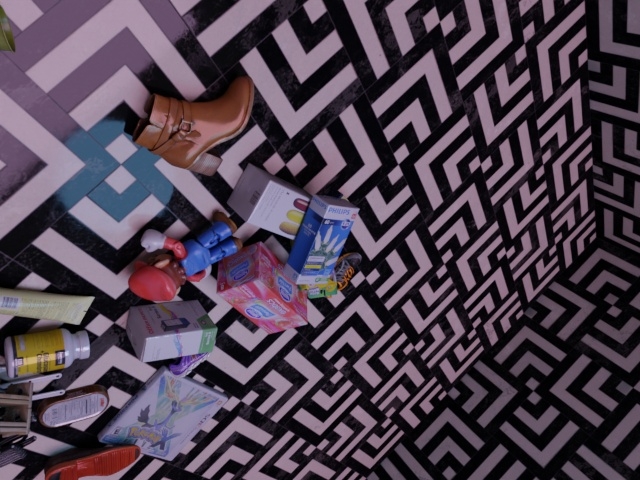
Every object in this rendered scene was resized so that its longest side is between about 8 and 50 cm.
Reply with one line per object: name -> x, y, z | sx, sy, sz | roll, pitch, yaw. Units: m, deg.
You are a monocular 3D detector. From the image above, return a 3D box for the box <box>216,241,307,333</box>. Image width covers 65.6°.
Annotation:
box -> -0.173, 0.156, 1.540 | 0.154, 0.142, 0.300 | -18, 140, 19

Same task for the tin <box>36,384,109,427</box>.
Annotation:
tin -> -0.713, 0.481, 1.442 | 0.189, 0.040, 0.106 | -7, 126, -36

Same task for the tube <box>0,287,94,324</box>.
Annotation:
tube -> -0.694, 0.162, 1.232 | 0.070, 0.062, 0.240 | -20, 156, 34

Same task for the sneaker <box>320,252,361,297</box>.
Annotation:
sneaker -> 0.074, 0.131, 1.802 | 0.215, 0.083, 0.084 | -42, 134, -10

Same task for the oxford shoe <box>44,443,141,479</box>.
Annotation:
oxford shoe -> -0.699, 0.667, 1.531 | 0.271, 0.098, 0.097 | 0, 109, -34

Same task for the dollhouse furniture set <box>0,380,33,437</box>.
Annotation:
dollhouse furniture set -> -0.819, 0.407, 1.189 | 0.183, 0.129, 0.129 | -9, 158, 4

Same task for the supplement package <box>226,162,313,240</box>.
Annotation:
supplement package -> -0.121, -0.103, 1.452 | 0.244, 0.134, 0.139 | 21, 104, -45

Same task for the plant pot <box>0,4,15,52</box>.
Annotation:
plant pot -> -0.619, -0.385, 0.914 | 0.079, 0.083, 0.083 | -14, 126, -17

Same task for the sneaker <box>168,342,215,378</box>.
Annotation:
sneaker -> -0.408, 0.363, 1.587 | 0.170, 0.068, 0.071 | -42, 109, -22

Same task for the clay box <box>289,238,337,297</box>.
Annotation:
clay box -> -0.022, 0.076, 1.617 | 0.127, 0.053, 0.222 | -2, 78, -37

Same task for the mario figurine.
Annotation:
mario figurine -> -0.388, 0.039, 1.374 | 0.320, 0.170, 0.198 | -35, 99, -30

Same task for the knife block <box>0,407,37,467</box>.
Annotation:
knife block -> -0.877, 0.507, 1.241 | 0.275, 0.242, 0.088 | 11, 139, -1

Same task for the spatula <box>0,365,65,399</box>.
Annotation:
spatula -> -0.804, 0.378, 1.308 | 0.242, 0.019, 0.168 | -4, 119, -35

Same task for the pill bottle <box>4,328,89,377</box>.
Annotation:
pill bottle -> -0.697, 0.282, 1.271 | 0.184, 0.103, 0.103 | -5, 121, -36

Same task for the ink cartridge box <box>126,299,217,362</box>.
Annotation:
ink cartridge box -> -0.429, 0.257, 1.431 | 0.212, 0.154, 0.093 | -2, 119, -37

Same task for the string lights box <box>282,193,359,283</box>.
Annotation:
string lights box -> 0.000, 0.000, 1.466 | 0.133, 0.076, 0.260 | 3, 117, -45

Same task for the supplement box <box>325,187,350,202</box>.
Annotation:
supplement box -> 0.050, -0.112, 1.638 | 0.083, 0.056, 0.083 | -48, 136, -2

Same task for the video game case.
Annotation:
video game case -> -0.515, 0.590, 1.671 | 0.300, 0.036, 0.329 | -47, 136, -4

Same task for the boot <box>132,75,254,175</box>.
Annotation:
boot -> -0.305, -0.310, 1.205 | 0.220, 0.109, 0.283 | 22, 110, -41
